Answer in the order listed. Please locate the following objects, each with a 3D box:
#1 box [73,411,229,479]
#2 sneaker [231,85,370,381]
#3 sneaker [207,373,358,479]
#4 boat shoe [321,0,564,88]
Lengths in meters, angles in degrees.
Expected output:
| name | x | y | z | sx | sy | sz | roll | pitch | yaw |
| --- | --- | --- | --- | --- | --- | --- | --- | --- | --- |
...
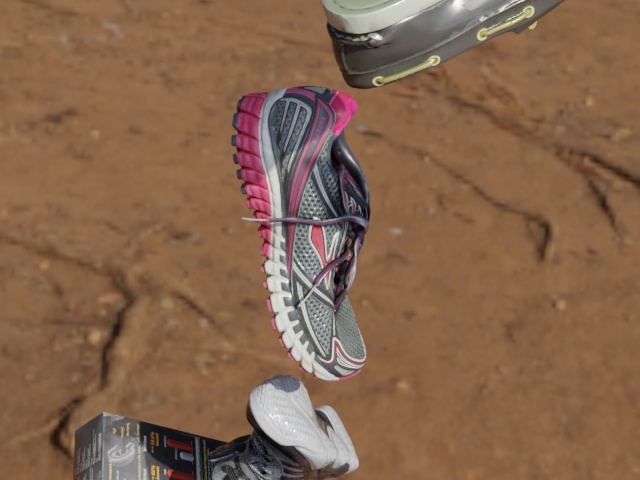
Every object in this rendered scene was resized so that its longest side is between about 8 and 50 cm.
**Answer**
| name | x | y | z | sx | sy | sz | roll | pitch | yaw |
| --- | --- | --- | --- | --- | --- | --- | --- | --- | --- |
| box | -0.182 | 0.383 | 1.660 | 0.242 | 0.076 | 0.307 | 20 | 51 | -35 |
| sneaker | 0.000 | 0.000 | 1.308 | 0.112 | 0.299 | 0.121 | -7 | 23 | 14 |
| sneaker | -0.060 | 0.237 | 1.513 | 0.101 | 0.153 | 0.268 | 64 | 8 | 24 |
| boat shoe | 0.110 | -0.167 | 0.894 | 0.228 | 0.068 | 0.081 | -22 | 41 | -10 |
